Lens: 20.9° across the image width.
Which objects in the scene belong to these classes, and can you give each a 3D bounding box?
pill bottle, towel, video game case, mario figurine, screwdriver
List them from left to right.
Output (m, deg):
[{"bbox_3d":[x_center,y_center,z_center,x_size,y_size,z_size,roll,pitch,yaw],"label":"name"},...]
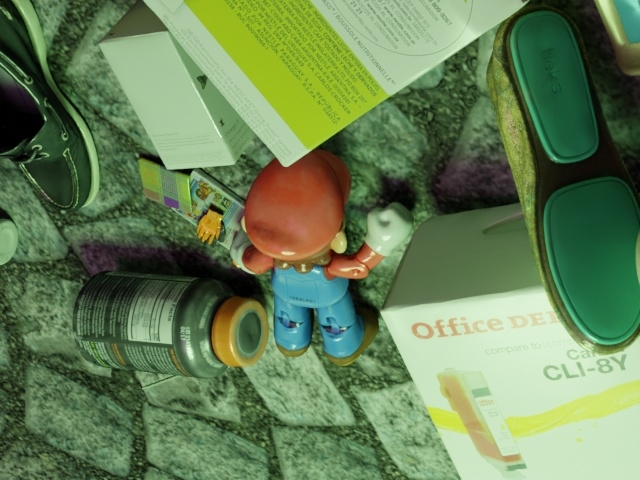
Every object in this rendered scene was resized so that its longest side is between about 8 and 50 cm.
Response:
[{"bbox_3d":[-0.478,-0.008,2.372,0.116,0.065,0.065,13,135,26],"label":"pill bottle"},{"bbox_3d":[-0.191,-0.069,2.145,0.083,0.009,0.060,21,132,30],"label":"towel"},{"bbox_3d":[-0.189,0.110,2.236,0.246,0.130,0.130,4,131,32],"label":"pill bottle"},{"bbox_3d":[-0.179,0.177,2.277,0.025,0.170,0.024,32,114,18],"label":"screwdriver"},{"bbox_3d":[-0.120,-0.030,2.145,0.122,0.011,0.087,36,141,-1],"label":"video game case"},{"bbox_3d":[0.000,0.000,2.039,0.320,0.198,0.170,83,166,-51],"label":"mario figurine"}]

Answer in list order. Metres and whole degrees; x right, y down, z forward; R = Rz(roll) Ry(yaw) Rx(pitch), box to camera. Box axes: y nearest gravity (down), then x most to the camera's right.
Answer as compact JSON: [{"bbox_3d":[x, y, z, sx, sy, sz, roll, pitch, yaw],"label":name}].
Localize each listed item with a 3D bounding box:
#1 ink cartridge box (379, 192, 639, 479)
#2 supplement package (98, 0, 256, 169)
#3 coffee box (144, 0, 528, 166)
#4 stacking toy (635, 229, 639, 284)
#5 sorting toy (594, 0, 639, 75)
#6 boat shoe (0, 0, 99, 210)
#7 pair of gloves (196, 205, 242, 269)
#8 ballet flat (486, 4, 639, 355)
[{"bbox_3d":[0.270,0.155,1.912,0.279,0.160,0.384,-10,122,28],"label":"ink cartridge box"},{"bbox_3d":[-0.148,-0.183,1.943,0.105,0.105,0.179,-2,128,37],"label":"supplement package"},{"bbox_3d":[0.044,-0.330,1.463,0.338,0.337,0.334,51,138,-7],"label":"coffee box"},{"bbox_3d":[0.537,-0.057,1.513,0.350,0.350,0.480,34,121,1],"label":"stacking toy"},{"bbox_3d":[0.373,-0.254,1.563,0.307,0.041,0.229,-2,128,36],"label":"sorting toy"},{"bbox_3d":[-0.372,-0.154,2.118,0.127,0.113,0.340,11,134,26],"label":"boat shoe"},{"bbox_3d":[-0.115,-0.001,2.152,0.083,0.010,0.074,32,140,3],"label":"pair of gloves"},{"bbox_3d":[0.240,-0.057,1.700,0.123,0.123,0.348,-20,81,45],"label":"ballet flat"}]
